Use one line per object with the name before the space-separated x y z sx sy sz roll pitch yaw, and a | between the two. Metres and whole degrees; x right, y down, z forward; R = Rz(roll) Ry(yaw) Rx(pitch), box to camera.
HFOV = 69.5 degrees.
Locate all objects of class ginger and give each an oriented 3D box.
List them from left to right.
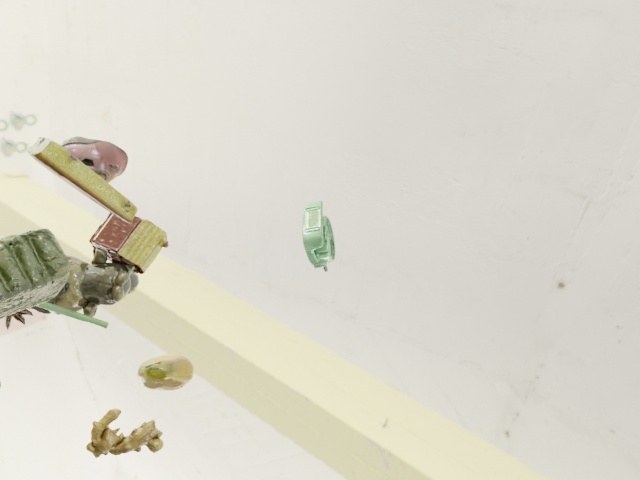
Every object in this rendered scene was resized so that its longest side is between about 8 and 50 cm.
ginger | -0.555 0.555 1.303 0.052 0.176 0.193 3 -59 62

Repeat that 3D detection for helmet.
helmet | -0.916 -0.300 1.842 0.198 0.253 0.154 -51 -147 31

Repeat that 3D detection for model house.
model house | -0.756 0.012 1.857 0.254 0.196 0.160 21 -32 5

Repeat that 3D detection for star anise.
star anise | -1.055 0.239 1.575 0.042 0.141 0.141 -137 -130 -56

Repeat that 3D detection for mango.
mango | -0.507 0.434 1.514 0.317 0.177 0.119 122 -33 -71

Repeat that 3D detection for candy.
candy | -0.802 0.159 1.259 0.440 0.119 0.119 24 -56 -17

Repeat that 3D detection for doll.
doll | -0.919 0.188 1.792 0.378 0.382 0.252 115 -23 -67

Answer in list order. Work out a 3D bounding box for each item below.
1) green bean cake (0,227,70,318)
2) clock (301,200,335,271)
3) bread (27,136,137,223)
green bean cake | -0.640 0.084 0.922 0.222 0.227 0.125 -31 -88 45
clock | 0.000 0.000 1.324 0.066 0.159 0.211 -8 -36 11
bread | -0.484 -0.121 0.956 0.088 0.049 0.226 18 -22 43
